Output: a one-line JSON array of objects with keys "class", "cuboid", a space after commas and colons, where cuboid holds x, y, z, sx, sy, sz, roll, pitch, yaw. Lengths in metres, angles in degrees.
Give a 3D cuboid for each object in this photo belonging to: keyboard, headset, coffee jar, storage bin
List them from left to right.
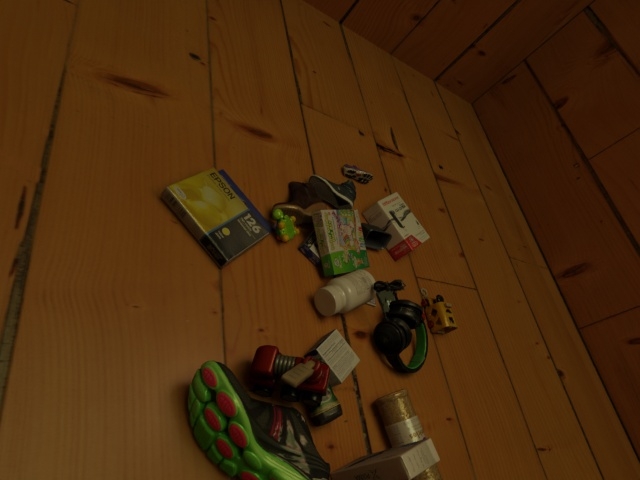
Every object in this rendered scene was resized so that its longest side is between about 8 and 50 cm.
[{"class": "coffee jar", "cuboid": [-0.009, 0.460, 1.348, 0.096, 0.079, 0.184, -15, 70, -29]}, {"class": "storage bin", "cuboid": [0.223, -0.019, 1.930, 0.135, 0.098, 0.091, 13, 25, -35]}, {"class": "keyboard", "cuboid": [0.285, 0.264, 1.818, 0.100, 0.038, 0.191, -12, 68, -21]}, {"class": "headset", "cuboid": [0.310, 0.309, 1.644, 0.243, 0.185, 0.393, -48, 115, -42]}]

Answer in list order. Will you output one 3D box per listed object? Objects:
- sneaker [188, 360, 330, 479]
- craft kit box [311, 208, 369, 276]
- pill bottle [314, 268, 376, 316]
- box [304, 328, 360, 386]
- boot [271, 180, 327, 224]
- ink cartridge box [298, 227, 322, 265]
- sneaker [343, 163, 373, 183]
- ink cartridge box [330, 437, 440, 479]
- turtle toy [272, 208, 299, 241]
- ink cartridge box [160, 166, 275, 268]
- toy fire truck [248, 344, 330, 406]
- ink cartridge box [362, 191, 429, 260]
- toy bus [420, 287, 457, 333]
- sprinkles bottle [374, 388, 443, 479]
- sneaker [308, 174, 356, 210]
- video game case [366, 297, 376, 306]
[{"class": "sneaker", "cuboid": [-0.154, 0.503, 1.150, 0.482, 0.185, 0.202, 51, 22, -4]}, {"class": "craft kit box", "cuboid": [0.083, 0.003, 1.729, 0.247, 0.061, 0.249, -7, 83, -49]}, {"class": "pill bottle", "cuboid": [0.089, 0.191, 1.606, 0.229, 0.131, 0.131, -16, 72, -47]}, {"class": "box", "cuboid": [0.039, 0.386, 1.459, 0.137, 0.072, 0.126, 53, 41, 2]}, {"class": "boot", "cuboid": [-0.099, -0.156, 1.759, 0.249, 0.090, 0.206, 5, 42, -31]}, {"class": "ink cartridge box", "cuboid": [0.000, 0.000, 1.736, 0.097, 0.046, 0.207, 46, 40, -7]}, {"class": "sneaker", "cuboid": [0.183, -0.329, 2.138, 0.170, 0.068, 0.071, 18, 44, -32]}, {"class": "ink cartridge box", "cuboid": [0.128, 0.629, 1.182, 0.261, 0.296, 0.066, -4, 63, -44]}, {"class": "turtle toy", "cuboid": [-0.136, -0.054, 1.625, 0.095, 0.066, 0.130, -34, 111, -53]}, {"class": "ink cartridge box", "cuboid": [-0.321, -0.100, 1.504, 0.303, 0.072, 0.307, 50, 42, -1]}, {"class": "toy fire truck", "cuboid": [-0.091, 0.352, 1.191, 0.217, 0.246, 0.158, 9, 51, 9]}, {"class": "ink cartridge box", "cuboid": [0.349, -0.070, 2.054, 0.272, 0.114, 0.197, 54, 41, 6]}, {"class": "toy bus", "cuboid": [0.521, 0.305, 1.934, 0.202, 0.104, 0.191, 47, 40, -4]}, {"class": "sprinkles bottle", "cuboid": [0.293, 0.672, 1.438, 0.121, 0.121, 0.354, 0, 61, -43]}, {"class": "sneaker", "cuboid": [0.059, -0.231, 1.936, 0.226, 0.086, 0.163, 38, 39, -10]}, {"class": "video game case", "cuboid": [0.182, 0.199, 1.777, 0.087, 0.011, 0.121, 22, 48, -30]}]
